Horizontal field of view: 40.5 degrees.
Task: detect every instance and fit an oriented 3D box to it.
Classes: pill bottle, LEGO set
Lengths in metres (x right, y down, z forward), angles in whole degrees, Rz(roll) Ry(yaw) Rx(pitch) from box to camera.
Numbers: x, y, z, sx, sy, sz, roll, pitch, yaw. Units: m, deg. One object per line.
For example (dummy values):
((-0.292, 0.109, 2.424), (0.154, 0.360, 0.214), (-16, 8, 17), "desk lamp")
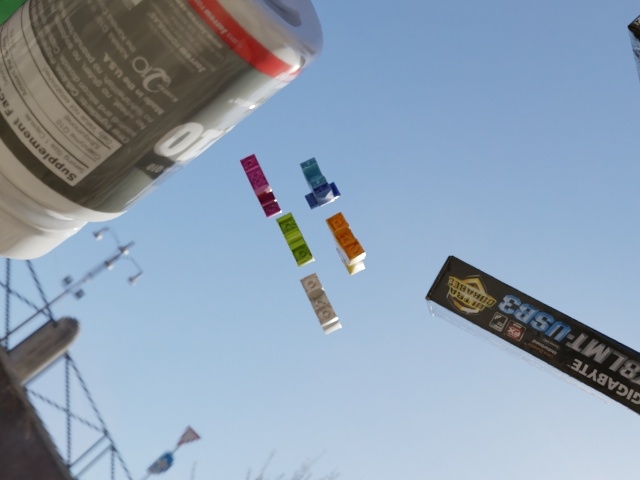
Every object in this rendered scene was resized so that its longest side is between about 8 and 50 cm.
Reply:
((-0.152, -0.115, 0.634), (0.283, 0.161, 0.161), (-35, -83, 21), "pill bottle")
((0.000, 0.000, 0.965), (0.093, 0.087, 0.227), (68, -4, -60), "LEGO set")

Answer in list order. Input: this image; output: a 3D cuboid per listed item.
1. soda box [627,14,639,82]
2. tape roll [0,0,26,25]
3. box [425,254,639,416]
((0.330, -0.152, 0.791), (0.053, 0.060, 0.169), (48, 2, 37), "soda box")
((-0.342, -0.302, 0.937), (0.321, 0.077, 0.321), (159, -90, -87), "tape roll")
((0.286, 0.129, 1.156), (0.296, 0.073, 0.293), (28, -4, 10), "box")
